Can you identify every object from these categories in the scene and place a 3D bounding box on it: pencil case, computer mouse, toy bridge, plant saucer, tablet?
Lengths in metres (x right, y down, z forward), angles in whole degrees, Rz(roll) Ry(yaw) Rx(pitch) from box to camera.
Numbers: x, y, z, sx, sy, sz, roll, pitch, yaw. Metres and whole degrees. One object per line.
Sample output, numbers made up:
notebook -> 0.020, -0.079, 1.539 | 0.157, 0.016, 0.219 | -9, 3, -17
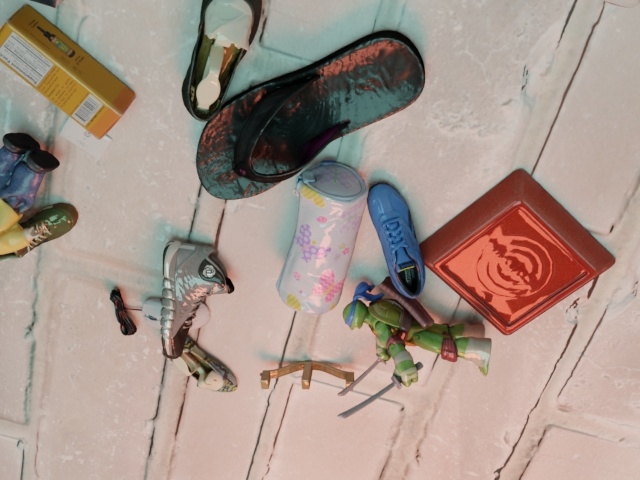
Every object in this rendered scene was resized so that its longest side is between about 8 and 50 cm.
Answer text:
pencil case -> 0.000, 0.000, 1.707 | 0.124, 0.113, 0.273 | -6, 130, -23
computer mouse -> -0.311, 0.145, 1.902 | 0.192, 0.042, 0.106 | 1, 122, 9
toy bridge -> -0.026, 0.263, 1.919 | 0.188, 0.063, 0.026 | 0, 123, 8
plant saucer -> 0.338, 0.040, 1.722 | 0.258, 0.048, 0.259 | 41, 121, -17
tablet -> -0.413, -0.182, 1.725 | 0.083, 0.006, 0.054 | 33, 122, -13

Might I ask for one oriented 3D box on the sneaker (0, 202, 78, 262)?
sneaker -> -0.540, -0.003, 1.816 | 0.192, 0.086, 0.064 | -18, 119, 20

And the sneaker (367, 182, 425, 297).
sneaker -> 0.136, 0.002, 1.690 | 0.069, 0.082, 0.209 | -18, 106, 1

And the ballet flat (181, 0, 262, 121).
ballet flat -> -0.152, -0.305, 1.545 | 0.095, 0.096, 0.281 | 11, 126, -13

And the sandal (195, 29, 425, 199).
sandal -> -0.039, -0.192, 1.594 | 0.445, 0.107, 0.167 | -29, 114, 25

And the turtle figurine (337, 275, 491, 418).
turtle figurine -> 0.163, 0.219, 1.784 | 0.266, 0.275, 0.198 | 7, 158, 0

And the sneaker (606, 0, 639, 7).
sneaker -> 0.368, -0.451, 1.350 | 0.152, 0.114, 0.305 | -36, 111, 29

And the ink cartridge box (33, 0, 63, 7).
ink cartridge box -> -0.444, -0.529, 1.468 | 0.165, 0.065, 0.333 | 17, 123, -1

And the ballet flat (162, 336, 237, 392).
ballet flat -> -0.244, 0.257, 1.952 | 0.188, 0.070, 0.070 | 41, 120, -18

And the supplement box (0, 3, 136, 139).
supplement box -> -0.425, -0.277, 1.622 | 0.233, 0.078, 0.080 | 42, 123, -17

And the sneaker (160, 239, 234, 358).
sneaker -> -0.226, 0.115, 1.821 | 0.132, 0.086, 0.229 | 3, 105, -2

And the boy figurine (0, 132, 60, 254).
boy figurine -> -0.574, -0.045, 1.737 | 0.177, 0.092, 0.285 | 37, 106, 4
